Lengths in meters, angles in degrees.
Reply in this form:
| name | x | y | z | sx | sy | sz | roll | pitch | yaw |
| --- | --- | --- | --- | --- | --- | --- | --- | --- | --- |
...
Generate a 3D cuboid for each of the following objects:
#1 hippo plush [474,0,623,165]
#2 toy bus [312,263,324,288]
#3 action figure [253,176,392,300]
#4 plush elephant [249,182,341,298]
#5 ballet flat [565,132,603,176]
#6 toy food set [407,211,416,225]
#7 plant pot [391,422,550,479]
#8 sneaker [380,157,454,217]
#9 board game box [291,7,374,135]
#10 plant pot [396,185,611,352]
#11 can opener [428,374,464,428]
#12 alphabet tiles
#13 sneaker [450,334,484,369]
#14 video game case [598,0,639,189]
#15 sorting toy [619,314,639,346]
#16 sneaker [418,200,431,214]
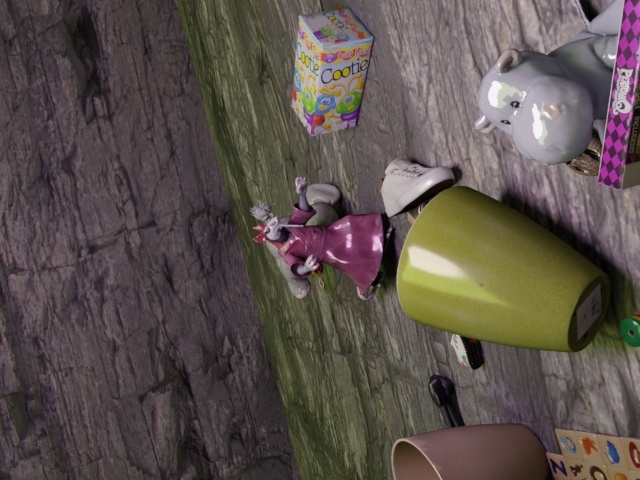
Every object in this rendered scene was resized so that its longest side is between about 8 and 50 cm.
| name | x | y | z | sx | sy | sz | roll | pitch | yaw |
| --- | --- | --- | --- | --- | --- | --- | --- | --- | --- |
| hippo plush | 0.341 | -0.229 | 0.867 | 0.234 | 0.236 | 0.294 | 103 | 145 | -52 |
| toy bus | -0.065 | 0.060 | 2.290 | 0.191 | 0.104 | 0.202 | 98 | 149 | -47 |
| action figure | 0.000 | 0.000 | 1.759 | 0.276 | 0.369 | 0.248 | 93 | -174 | -70 |
| plush elephant | -0.025 | -0.025 | 1.984 | 0.255 | 0.272 | 0.330 | -10 | 135 | 35 |
| ballet flat | 0.375 | -0.180 | 1.068 | 0.250 | 0.058 | 0.084 | -126 | 30 | -43 |
| toy food set | 0.257 | 0.025 | 1.509 | 0.132 | 0.038 | 0.192 | 48 | 162 | 39 |
| plant pot | 0.331 | 0.493 | 1.350 | 0.256 | 0.273 | 0.257 | 165 | 90 | -69 |
| sneaker | 0.200 | -0.139 | 1.472 | 0.123 | 0.105 | 0.290 | 70 | 160 | 4 |
| board game box | 0.023 | -0.431 | 1.667 | 0.144 | 0.142 | 0.275 | 59 | 155 | 34 |
| plant pot | 0.333 | 0.071 | 1.126 | 0.293 | 0.274 | 0.275 | 23 | 128 | 44 |
| can opener | 0.321 | 0.427 | 1.639 | 0.059 | 0.073 | 0.186 | -13 | 102 | 61 |
| alphabet tiles | 0.547 | 0.488 | 1.171 | 0.342 | 0.011 | 0.285 | 151 | 103 | -69 |
| sneaker | 0.321 | 0.216 | 1.486 | 0.075 | 0.057 | 0.161 | -4 | 103 | 63 |
| video game case | 0.420 | -0.189 | 0.736 | 0.042 | 0.210 | 0.232 | 42 | 141 | 54 |
| sorting toy | 0.540 | 0.130 | 0.884 | 0.274 | 0.046 | 0.132 | -145 | 44 | -60 |
| sneaker | 0.280 | -0.040 | 1.406 | 0.170 | 0.063 | 0.075 | 53 | 151 | 34 |
